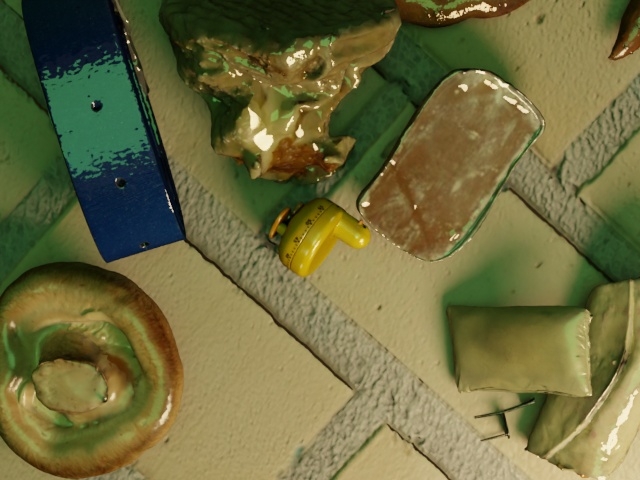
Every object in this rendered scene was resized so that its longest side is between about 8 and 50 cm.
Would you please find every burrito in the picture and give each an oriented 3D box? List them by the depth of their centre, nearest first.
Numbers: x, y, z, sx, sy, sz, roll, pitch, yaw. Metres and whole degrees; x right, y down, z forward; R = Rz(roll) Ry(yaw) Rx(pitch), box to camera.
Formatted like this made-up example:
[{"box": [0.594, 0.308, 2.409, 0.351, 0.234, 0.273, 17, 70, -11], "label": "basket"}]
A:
[{"box": [0.381, 0.165, 1.857, 0.105, 0.143, 0.299, 21, 95, -33], "label": "burrito"}]

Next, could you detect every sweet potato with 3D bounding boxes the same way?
[{"box": [0.170, -0.308, 1.883, 0.219, 0.051, 0.065, 1, 88, -1], "label": "sweet potato"}, {"box": [0.455, -0.343, 1.888, 0.057, 0.057, 0.264, 35, 88, -1], "label": "sweet potato"}]

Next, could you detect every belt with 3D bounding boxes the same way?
[{"box": [-0.265, -0.153, 1.799, 0.117, 0.212, 0.346, -17, 95, 0], "label": "belt"}]

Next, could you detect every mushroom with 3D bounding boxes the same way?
[{"box": [-0.307, 0.165, 1.836, 0.278, 0.146, 0.278, 1, 93, 9], "label": "mushroom"}]

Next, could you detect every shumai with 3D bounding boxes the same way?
[{"box": [-0.061, -0.196, 1.839, 0.314, 0.267, 0.262, 19, 123, 26], "label": "shumai"}]

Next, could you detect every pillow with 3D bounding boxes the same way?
[{"box": [0.252, 0.140, 1.850, 0.208, 0.053, 0.119, -3, 98, 35], "label": "pillow"}]

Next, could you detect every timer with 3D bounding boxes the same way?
[{"box": [0.000, 0.000, 1.854, 0.109, 0.107, 0.107, 34, 90, 10], "label": "timer"}]

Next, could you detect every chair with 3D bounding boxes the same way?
[{"box": [0.247, 0.238, 1.898, 0.086, 0.037, 0.042, -19, 79, 3], "label": "chair"}]

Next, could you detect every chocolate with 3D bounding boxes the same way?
[{"box": [0.161, -0.103, 1.873, 0.157, 0.080, 0.254, 34, 92, -16], "label": "chocolate"}]
